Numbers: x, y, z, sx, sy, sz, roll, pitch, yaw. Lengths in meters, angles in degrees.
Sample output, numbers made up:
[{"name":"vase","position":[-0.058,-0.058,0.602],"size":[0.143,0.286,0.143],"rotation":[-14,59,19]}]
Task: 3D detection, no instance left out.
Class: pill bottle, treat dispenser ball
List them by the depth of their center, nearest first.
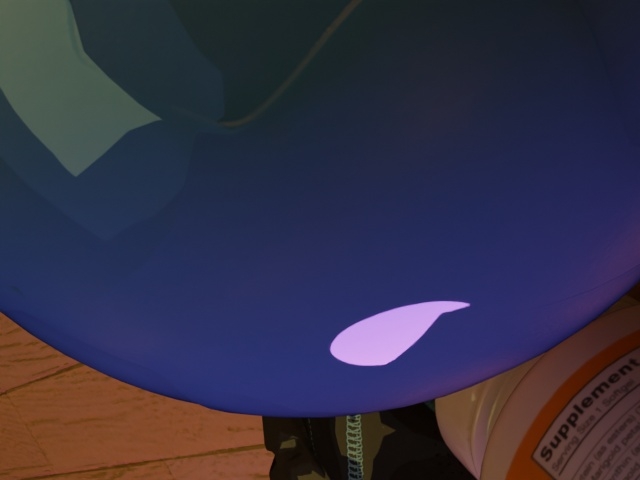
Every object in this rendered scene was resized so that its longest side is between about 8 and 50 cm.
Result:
[{"name":"treat dispenser ball","position":[-0.006,-0.091,0.488],"size":[0.288,0.288,0.288],"rotation":[41,150,30]},{"name":"pill bottle","position":[0.145,0.106,0.603],"size":[0.246,0.136,0.136],"rotation":[43,154,54]}]

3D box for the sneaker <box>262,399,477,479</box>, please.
[{"name":"sneaker","position":[0.000,0.000,0.823],"size":[0.140,0.125,0.340],"rotation":[-36,84,37]}]
